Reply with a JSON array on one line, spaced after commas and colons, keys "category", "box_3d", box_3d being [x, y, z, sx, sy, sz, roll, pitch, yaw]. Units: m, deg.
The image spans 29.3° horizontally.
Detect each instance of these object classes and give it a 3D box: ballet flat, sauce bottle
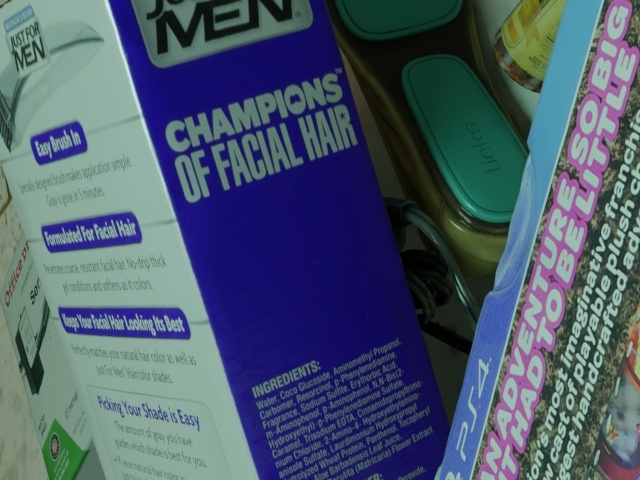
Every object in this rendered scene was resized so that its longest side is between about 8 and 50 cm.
[{"category": "ballet flat", "box_3d": [0.043, -0.083, 0.614, 0.073, 0.080, 0.232, 106, 150, -60]}, {"category": "sauce bottle", "box_3d": [0.122, -0.115, 0.515, 0.128, 0.042, 0.042, -51, 50, 44]}]

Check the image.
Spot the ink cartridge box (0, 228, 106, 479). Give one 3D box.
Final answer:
[{"category": "ink cartridge box", "box_3d": [-0.172, 0.074, 0.949, 0.153, 0.087, 0.208, -60, 43, 39]}]

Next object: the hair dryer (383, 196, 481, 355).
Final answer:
[{"category": "hair dryer", "box_3d": [0.000, 0.000, 0.660, 0.293, 0.080, 0.223, 48, 144, 29]}]

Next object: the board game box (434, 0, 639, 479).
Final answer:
[{"category": "board game box", "box_3d": [0.160, 0.054, 0.299, 0.291, 0.141, 0.232, -120, 39, -63]}]

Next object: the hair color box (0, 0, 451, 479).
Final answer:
[{"category": "hair color box", "box_3d": [-0.046, 0.037, 0.575, 0.185, 0.110, 0.339, -4, 106, 59]}]
